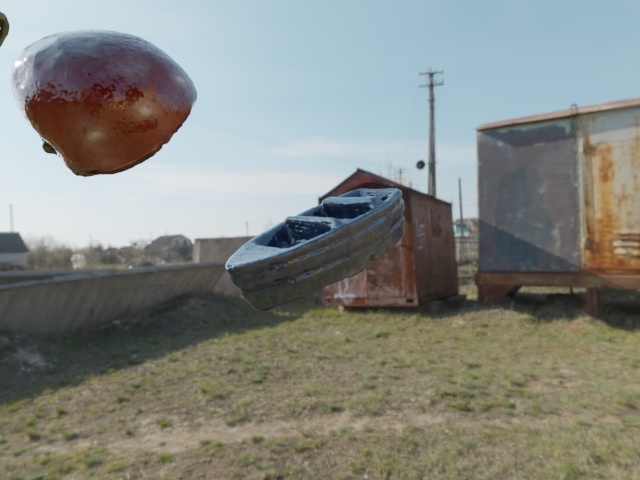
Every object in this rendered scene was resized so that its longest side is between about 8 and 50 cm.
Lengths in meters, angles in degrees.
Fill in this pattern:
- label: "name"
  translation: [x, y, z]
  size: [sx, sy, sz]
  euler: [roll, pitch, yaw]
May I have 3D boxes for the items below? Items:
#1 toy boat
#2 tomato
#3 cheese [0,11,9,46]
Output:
- label: "toy boat"
  translation: [0.000, 0.000, 0.594]
  size: [0.282, 0.078, 0.127]
  euler: [-29, 26, -37]
- label: "tomato"
  translation: [-0.395, -0.283, 0.794]
  size: [0.289, 0.176, 0.334]
  euler: [-40, 53, -18]
- label: "cheese"
  translation: [-0.378, -0.023, 0.348]
  size: [0.085, 0.401, 0.034]
  euler: [32, 2, -9]
